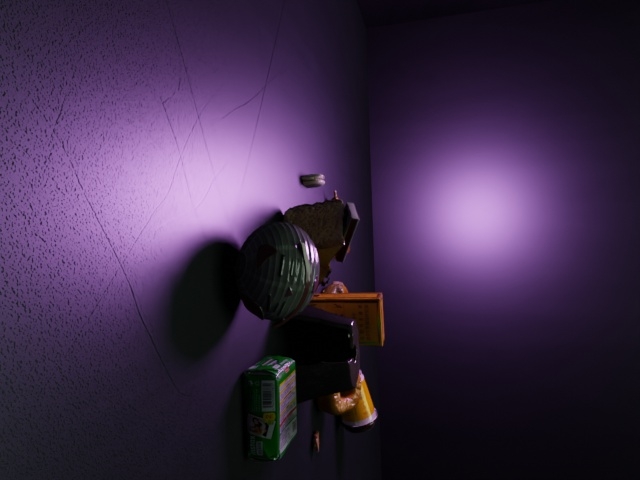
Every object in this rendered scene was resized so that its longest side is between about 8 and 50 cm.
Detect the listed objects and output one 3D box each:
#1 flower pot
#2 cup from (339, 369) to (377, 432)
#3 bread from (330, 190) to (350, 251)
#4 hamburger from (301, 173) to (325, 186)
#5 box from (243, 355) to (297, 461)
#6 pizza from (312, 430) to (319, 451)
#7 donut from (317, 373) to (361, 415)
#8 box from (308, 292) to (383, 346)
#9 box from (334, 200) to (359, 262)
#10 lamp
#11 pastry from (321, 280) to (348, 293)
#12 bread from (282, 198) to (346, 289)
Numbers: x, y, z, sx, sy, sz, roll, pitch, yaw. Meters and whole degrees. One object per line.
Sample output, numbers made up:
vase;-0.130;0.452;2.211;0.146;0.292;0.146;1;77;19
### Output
flower pot;-0.002;0.378;1.558;0.379;0.250;0.380;-3;90;-77
cup;0.169;0.791;2.305;0.196;0.196;0.280;-39;117;-72
bread;0.084;-0.086;2.280;0.124;0.083;0.345;-112;-169;-62
hamburger;-0.023;-0.245;1.883;0.121;0.084;0.054;4;86;-74
box;-0.138;0.465;1.304;0.180;0.102;0.251;-3;93;-75
pizza;-0.020;0.795;1.856;0.078;0.025;0.083;78;10;-49
donut;0.079;0.630;1.974;0.226;0.113;0.227;-1;92;-43
box;0.095;0.308;1.821;0.084;0.301;0.193;-33;120;-73
box;0.084;-0.029;1.565;0.115;0.035;0.178;-100;-156;-55
lamp;-0.117;0.082;1.213;0.233;0.232;0.266;-8;108;-75
pastry;0.076;0.319;2.107;0.257;0.120;0.236;-64;149;-60
bread;0.006;0.046;1.619;0.315;0.278;0.249;53;29;-46
